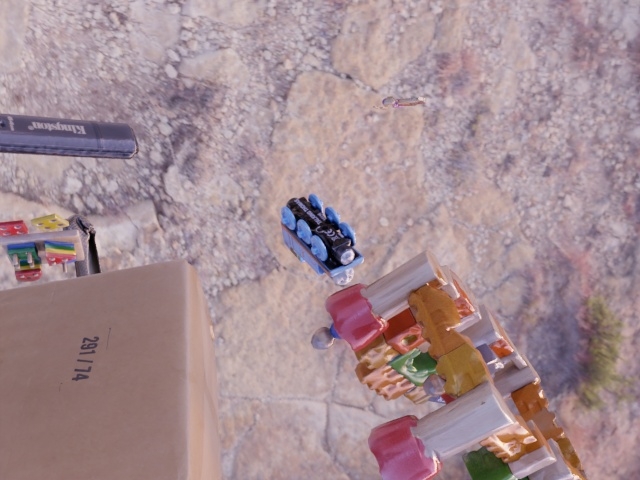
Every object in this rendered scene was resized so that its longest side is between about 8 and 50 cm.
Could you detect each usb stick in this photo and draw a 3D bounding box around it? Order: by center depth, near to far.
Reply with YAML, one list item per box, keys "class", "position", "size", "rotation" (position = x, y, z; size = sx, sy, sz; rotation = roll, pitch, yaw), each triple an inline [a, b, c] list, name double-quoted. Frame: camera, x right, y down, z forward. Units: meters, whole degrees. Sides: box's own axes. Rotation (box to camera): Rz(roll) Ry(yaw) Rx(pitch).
- class: "usb stick"
  position: [-0.456, -0.183, 1.310]
  size: [0.278, 0.077, 0.045]
  rotation: [-2, 154, -39]

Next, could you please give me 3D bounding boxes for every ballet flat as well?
- class: "ballet flat"
  position: [-0.468, 0.066, 1.532]
  size: [0.058, 0.084, 0.250]
  rotation: [-15, 92, 2]

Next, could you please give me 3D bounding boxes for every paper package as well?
- class: "paper package"
  position: [-0.265, 0.198, 0.781]
  size: [0.309, 0.325, 0.168]
  rotation: [-10, 129, -4]

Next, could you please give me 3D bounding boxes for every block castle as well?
- class: "block castle"
  position: [0.189, 0.245, 1.052]
  size: [0.213, 0.303, 0.453]
  rotation: [-33, 136, 15]

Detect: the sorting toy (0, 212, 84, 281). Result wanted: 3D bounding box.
- class: "sorting toy"
  position: [-0.503, 0.027, 1.357]
  size: [0.132, 0.274, 0.046]
  rotation: [-6, 70, -15]

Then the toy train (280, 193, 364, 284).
- class: "toy train"
  position: [0.000, 0.000, 1.208]
  size: [0.080, 0.184, 0.105]
  rotation: [-26, 133, -19]

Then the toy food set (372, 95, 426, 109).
- class: "toy food set"
  position: [0.179, -0.304, 1.621]
  size: [0.078, 0.122, 0.019]
  rotation: [-4, 92, -55]

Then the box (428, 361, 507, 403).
- class: "box"
  position: [0.293, 0.281, 1.470]
  size: [0.162, 0.029, 0.116]
  rotation: [12, 121, -10]
